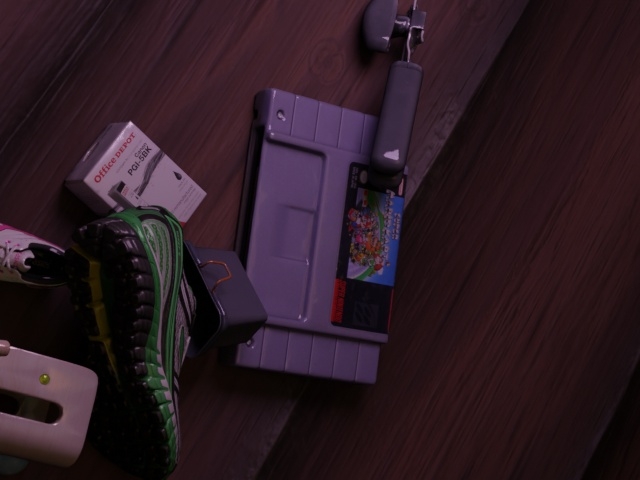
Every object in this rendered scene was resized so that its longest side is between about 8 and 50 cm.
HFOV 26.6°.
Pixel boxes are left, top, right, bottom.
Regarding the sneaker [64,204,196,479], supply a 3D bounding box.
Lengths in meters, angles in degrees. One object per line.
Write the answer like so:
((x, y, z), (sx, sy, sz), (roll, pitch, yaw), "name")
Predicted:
((-0.191, 0.123, 1.547), (0.146, 0.134, 0.343), (-31, 130, -51), "sneaker")

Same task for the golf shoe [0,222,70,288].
((-0.355, 0.010, 1.494), (0.186, 0.086, 0.067), (12, 83, -32), "golf shoe")

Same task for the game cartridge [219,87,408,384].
((0.000, 0.000, 1.753), (0.230, 0.068, 0.355), (11, 83, -29), "game cartridge")

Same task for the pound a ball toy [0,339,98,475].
((-0.389, 0.159, 1.392), (0.319, 0.208, 0.135), (20, 77, -33), "pound a ball toy")

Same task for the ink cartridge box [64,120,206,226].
((-0.218, -0.062, 1.605), (0.135, 0.056, 0.099), (44, 67, -26), "ink cartridge box")

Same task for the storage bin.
((-0.125, 0.064, 1.624), (0.091, 0.098, 0.135), (-1, 52, -44), "storage bin")

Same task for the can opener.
((0.084, -0.203, 1.780), (0.095, 0.076, 0.283), (12, 61, 2), "can opener")
